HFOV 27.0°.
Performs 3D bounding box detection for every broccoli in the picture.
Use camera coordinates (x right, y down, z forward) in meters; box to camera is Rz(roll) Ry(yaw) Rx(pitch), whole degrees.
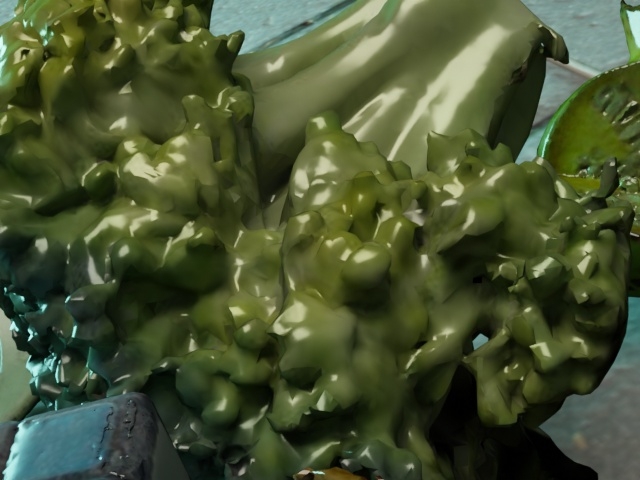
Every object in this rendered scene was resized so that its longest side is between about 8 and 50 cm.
[{"bbox_3d":[-0.006,-0.005,0.618,0.281,0.293,0.348,-45,72,-5],"label":"broccoli"}]

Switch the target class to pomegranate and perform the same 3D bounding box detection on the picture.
[{"bbox_3d":[0.191,-0.044,0.744,0.143,0.122,0.169,-7,69,11],"label":"pomegranate"}]

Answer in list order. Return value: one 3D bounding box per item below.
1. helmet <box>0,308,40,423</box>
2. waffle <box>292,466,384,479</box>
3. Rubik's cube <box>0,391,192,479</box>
[{"bbox_3d":[-0.291,0.101,0.795,0.257,0.137,0.204,-26,66,-41],"label":"helmet"},{"bbox_3d":[0.120,0.191,0.362,0.308,0.213,0.091,11,47,38],"label":"waffle"},{"bbox_3d":[-0.131,0.226,0.422,0.237,0.238,0.237,-17,32,9],"label":"Rubik's cube"}]
